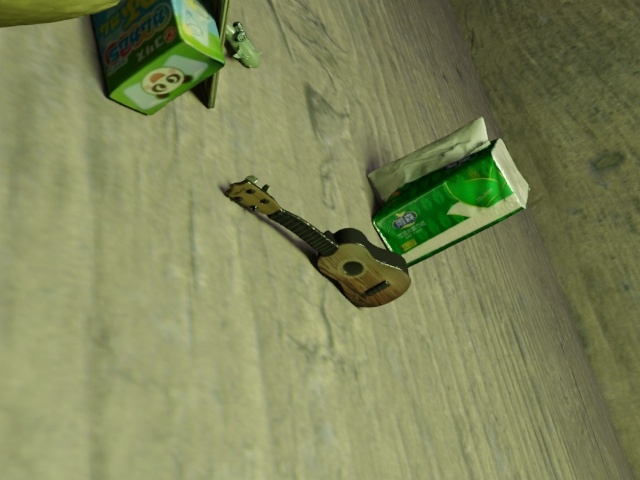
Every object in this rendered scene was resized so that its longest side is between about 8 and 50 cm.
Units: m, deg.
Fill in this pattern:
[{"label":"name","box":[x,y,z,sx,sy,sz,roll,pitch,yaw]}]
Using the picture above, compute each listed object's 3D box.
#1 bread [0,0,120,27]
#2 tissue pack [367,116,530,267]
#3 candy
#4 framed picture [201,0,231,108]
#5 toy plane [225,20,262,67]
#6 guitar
[{"label":"bread","box":[-0.215,-0.221,0.259,0.320,0.320,0.237,-12,103,-64]},{"label":"tissue pack","box":[0.189,-0.078,1.014,0.156,0.209,0.148,58,26,-8]},{"label":"candy","box":[-0.159,-0.225,0.608,0.062,0.097,0.195,18,51,-59]},{"label":"framed picture","box":[-0.116,-0.264,0.644,0.010,0.231,0.173,-10,71,-18]},{"label":"toy plane","box":[-0.100,-0.244,0.816,0.083,0.033,0.080,37,22,-45]},{"label":"guitar","box":[-0.001,-0.002,0.749,0.271,0.084,0.038,36,33,-35]}]
